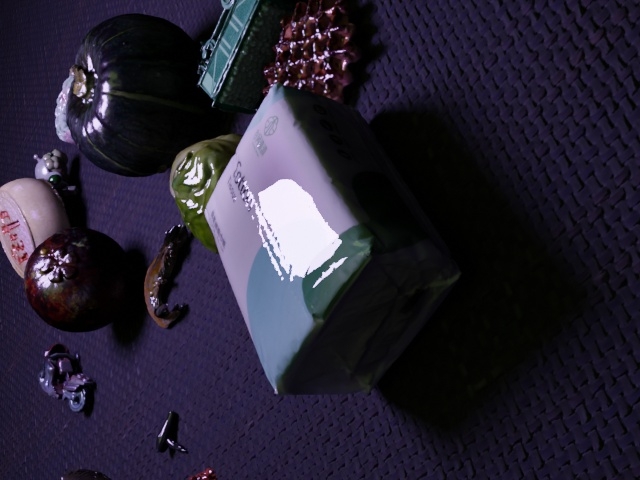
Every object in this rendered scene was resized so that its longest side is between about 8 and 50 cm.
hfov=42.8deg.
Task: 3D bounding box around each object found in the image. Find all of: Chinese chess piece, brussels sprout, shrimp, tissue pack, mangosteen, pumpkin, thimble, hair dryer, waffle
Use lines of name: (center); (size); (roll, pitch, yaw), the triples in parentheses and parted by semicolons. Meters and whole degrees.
Chinese chess piece: (-0.737, -0.027, 2.100); (0.270, 0.112, 0.270); (27, 127, 42)
brussels sprout: (-0.162, -0.076, 1.387); (0.223, 0.161, 0.223); (39, 136, 51)
shrimp: (-0.303, 0.075, 1.621); (0.152, 0.046, 0.219); (55, 129, 44)
tissue pack: (-0.001, 0.000, 1.115); (0.266, 0.194, 0.356); (-57, 42, 30)
mangosteen: (-0.516, 0.092, 1.800); (0.289, 0.231, 0.231); (72, -159, -80)
pumpkin: (-0.363, -0.285, 1.622); (0.323, 0.241, 0.323); (-6, 81, 48)
thimble: (-0.520, -0.298, 1.915); (0.211, 0.149, 0.185); (49, 118, 46)
hair dryer: (-0.273, 0.371, 1.540); (0.083, 0.031, 0.079); (16, 86, 40)
waffle: (-0.014, -0.284, 1.318); (0.234, 0.055, 0.221); (-58, 44, 33)

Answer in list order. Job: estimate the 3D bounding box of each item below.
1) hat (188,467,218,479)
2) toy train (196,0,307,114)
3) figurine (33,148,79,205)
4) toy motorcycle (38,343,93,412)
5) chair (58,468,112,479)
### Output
hat: (-0.154, 0.484, 1.275); (0.237, 0.107, 0.286); (13, 116, 53)
toy train: (-0.132, -0.362, 1.448); (0.154, 0.115, 0.269); (48, 120, 37)
figurine: (-0.689, -0.144, 2.150); (0.147, 0.094, 0.197); (170, 78, -82)
toy motorcycle: (-0.603, 0.322, 1.942); (0.213, 0.082, 0.122); (20, 102, 41)
chair: (-0.418, 0.533, 1.575); (0.213, 0.174, 0.149); (12, 88, 43)
